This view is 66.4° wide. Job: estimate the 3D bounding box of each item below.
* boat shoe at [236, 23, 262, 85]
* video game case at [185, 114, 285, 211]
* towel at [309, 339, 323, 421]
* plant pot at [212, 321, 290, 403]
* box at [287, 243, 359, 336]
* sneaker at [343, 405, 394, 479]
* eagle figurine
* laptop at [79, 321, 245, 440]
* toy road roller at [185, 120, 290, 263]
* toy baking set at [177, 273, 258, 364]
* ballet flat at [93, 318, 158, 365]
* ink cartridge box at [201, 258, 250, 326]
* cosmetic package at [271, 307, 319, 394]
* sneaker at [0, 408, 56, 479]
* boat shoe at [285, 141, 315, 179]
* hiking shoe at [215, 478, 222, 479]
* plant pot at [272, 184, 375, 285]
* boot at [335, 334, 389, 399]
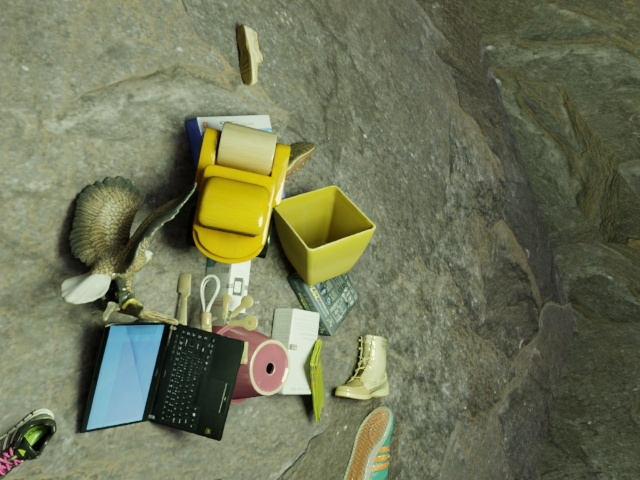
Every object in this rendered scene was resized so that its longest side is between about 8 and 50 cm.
[{"bbox_3d":[-0.191,-0.518,1.372,0.059,0.063,0.170,-6,89,-41],"label":"boat shoe"},{"bbox_3d":[-0.216,-0.195,1.310,0.244,0.061,0.270,-18,99,-46],"label":"video game case"},{"bbox_3d":[-0.005,0.405,1.409,0.102,0.021,0.238,-68,159,-56],"label":"towel"},{"bbox_3d":[-0.180,0.303,1.203,0.201,0.180,0.202,8,79,-47],"label":"plant pot"},{"bbox_3d":[0.015,0.151,1.519,0.183,0.059,0.233,-49,120,-40],"label":"box"},{"bbox_3d":[0.175,0.702,1.602,0.121,0.108,0.302,43,64,-36],"label":"sneaker"},{"bbox_3d":[-0.393,0.006,1.007,0.226,0.225,0.299,8,90,-26],"label":"eagle figurine"},{"bbox_3d":[-0.324,0.305,1.033,0.136,0.264,0.235,-33,138,-85],"label":"laptop"},{"bbox_3d":[-0.183,-0.111,1.099,0.202,0.240,0.330,11,85,-11],"label":"toy road roller"},{"bbox_3d":[-0.255,0.192,1.147,0.197,0.256,0.030,-61,161,-7],"label":"toy baking set"},{"bbox_3d":[-0.409,0.220,1.061,0.173,0.049,0.058,-40,114,-42],"label":"ballet flat"},{"bbox_3d":[-0.237,0.124,1.219,0.060,0.104,0.180,18,73,-47],"label":"ink cartridge box"},{"bbox_3d":[-0.078,0.313,1.384,0.117,0.085,0.231,18,72,-45],"label":"cosmetic package"},{"bbox_3d":[-0.547,0.378,0.875,0.170,0.074,0.063,-45,118,-40],"label":"sneaker"},{"bbox_3d":[-0.079,-0.240,1.471,0.178,0.064,0.060,-47,149,-38],"label":"boat shoe"},{"bbox_3d":[-0.205,0.695,1.179,0.086,0.114,0.227,-30,107,-44],"label":"hiking shoe"},{"bbox_3d":[0.000,0.000,1.377,0.212,0.212,0.187,-19,138,-26],"label":"plant pot"},{"bbox_3d":[0.141,0.411,1.599,0.261,0.095,0.204,12,77,-48],"label":"boot"}]
